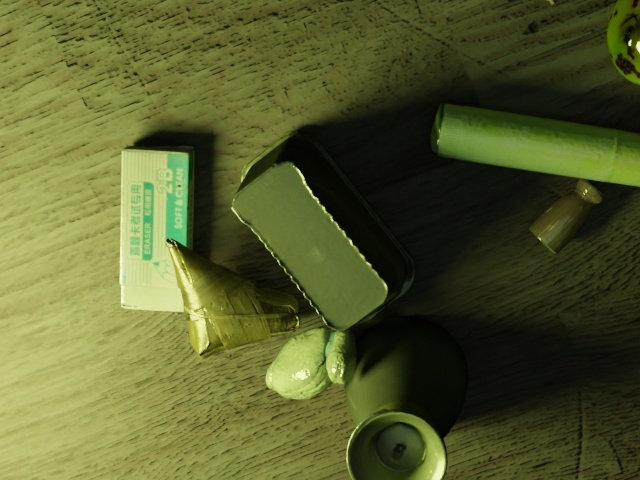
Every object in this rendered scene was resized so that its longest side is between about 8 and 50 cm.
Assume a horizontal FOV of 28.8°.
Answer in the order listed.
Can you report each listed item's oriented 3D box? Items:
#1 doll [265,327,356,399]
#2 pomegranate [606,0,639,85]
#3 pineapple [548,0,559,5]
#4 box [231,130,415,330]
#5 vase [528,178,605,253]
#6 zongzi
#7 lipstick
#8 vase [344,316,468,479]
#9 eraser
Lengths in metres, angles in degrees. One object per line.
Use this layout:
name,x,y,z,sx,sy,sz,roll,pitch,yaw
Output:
doll,-0.016,0.165,1.680,0.071,0.214,0.103,29,65,-21
pomegranate,0.448,-0.233,1.554,0.156,0.156,0.220,-25,104,10
pineapple,0.285,-0.407,1.553,0.176,0.137,0.161,35,147,-8
box,0.000,0.000,1.632,0.138,0.178,0.274,-38,96,12
vase,0.329,-0.035,1.657,0.053,0.053,0.101,41,99,-4
zongzi,-0.115,0.060,1.693,0.160,0.078,0.176,-15,108,-13
lipstick,0.296,-0.123,1.628,0.304,0.076,0.076,10,103,4
vase,0.106,0.223,1.598,0.173,0.321,0.173,1,104,5
eraser,-0.224,-0.018,1.713,0.095,0.052,0.225,3,103,3
